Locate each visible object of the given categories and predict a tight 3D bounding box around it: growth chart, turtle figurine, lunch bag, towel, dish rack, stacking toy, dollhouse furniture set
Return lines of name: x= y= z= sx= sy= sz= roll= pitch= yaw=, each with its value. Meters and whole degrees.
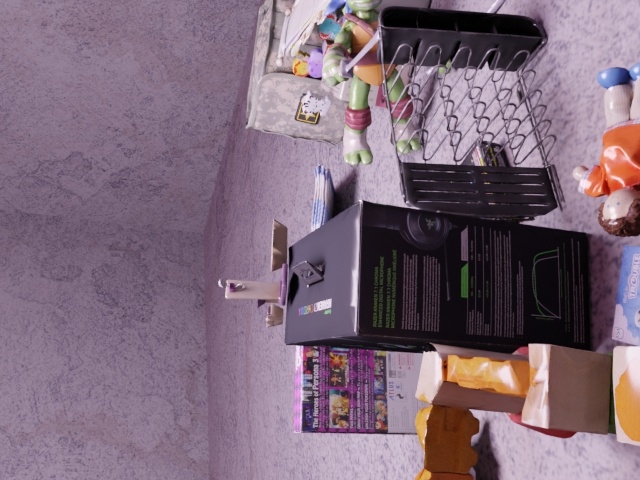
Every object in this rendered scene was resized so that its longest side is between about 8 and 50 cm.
growth chart: x=-0.019 y=-0.414 z=1.147 sx=0.237 sy=0.021 sz=0.172 roll=-28 pitch=46 yaw=54
turtle figurine: x=0.104 y=-0.238 z=0.963 sx=0.274 sy=0.197 sz=0.267 roll=22 pitch=136 yaw=33
lunch bag: x=-0.029 y=-0.356 z=1.373 sx=0.169 sy=0.235 sz=0.287 roll=-167 pitch=84 yaw=-73
towel: x=0.000 y=0.000 z=1.360 sx=0.209 sy=0.034 sz=0.285 roll=61 pitch=-146 yaw=-78
dish rack: x=0.174 y=-0.148 z=0.742 sx=0.074 sy=0.208 sz=0.272 roll=104 pitch=165 yaw=-60
stacking toy: x=0.005 y=-0.357 z=1.155 sx=0.167 sy=0.052 sz=0.221 roll=-102 pitch=27 yaw=-44
dollhouse furniture set: x=-0.084 y=0.037 z=0.803 sx=0.091 sy=0.081 sz=0.114 roll=100 pitch=171 yaw=-50

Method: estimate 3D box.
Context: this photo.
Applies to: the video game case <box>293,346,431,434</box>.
video game case: x=0.066 y=0.164 z=0.933 sx=0.042 sy=0.210 sz=0.232 roll=137 pitch=136 yaw=-63

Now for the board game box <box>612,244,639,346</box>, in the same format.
board game box: x=0.300 y=0.052 z=0.560 sx=0.090 sy=0.020 sz=0.090 roll=-172 pitch=89 yaw=-73

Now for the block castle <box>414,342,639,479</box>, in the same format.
block castle: x=0.239 y=0.214 z=0.396 sx=0.453 sy=0.212 sz=0.303 roll=157 pitch=122 yaw=-67

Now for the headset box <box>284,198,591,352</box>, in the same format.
headset box: x=0.108 y=0.059 z=0.726 sx=0.246 sy=0.282 sz=0.131 roll=149 pitch=126 yaw=-69

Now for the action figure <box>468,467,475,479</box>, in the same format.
action figure: x=0.166 y=0.330 z=0.800 sx=0.137 sy=0.063 sz=0.233 roll=-165 pitch=78 yaw=-74

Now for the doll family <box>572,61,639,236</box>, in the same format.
doll family: x=0.318 y=-0.055 z=0.444 sx=0.262 sy=0.118 sz=0.163 roll=-13 pitch=64 yaw=52

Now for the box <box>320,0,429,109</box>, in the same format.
box: x=0.098 y=-0.371 z=1.166 sx=0.149 sy=0.126 sz=0.233 roll=-122 pitch=42 yaw=-63

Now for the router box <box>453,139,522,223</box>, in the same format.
router box: x=0.213 y=-0.056 z=0.838 sx=0.092 sy=0.038 sz=0.123 roll=118 pitch=152 yaw=-50
